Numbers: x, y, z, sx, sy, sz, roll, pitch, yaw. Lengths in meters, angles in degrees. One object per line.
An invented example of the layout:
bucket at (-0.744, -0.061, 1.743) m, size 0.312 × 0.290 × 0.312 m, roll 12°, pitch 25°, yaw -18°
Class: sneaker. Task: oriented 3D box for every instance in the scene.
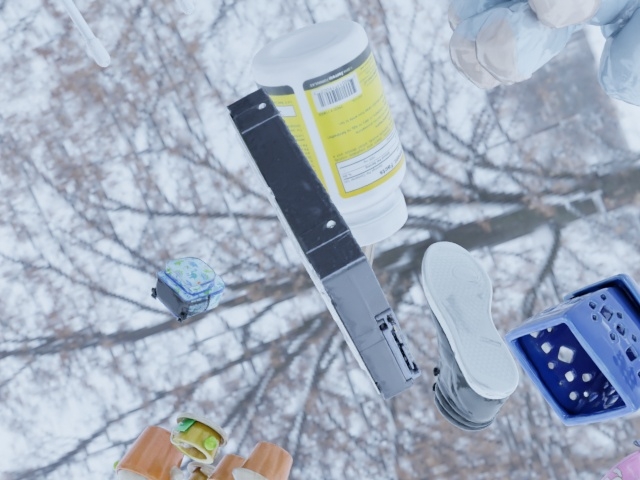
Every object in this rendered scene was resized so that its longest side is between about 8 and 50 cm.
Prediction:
sneaker at (0.194, 0.143, 1.546) m, size 0.147 × 0.104 × 0.296 m, roll 104°, pitch 160°, yaw -44°

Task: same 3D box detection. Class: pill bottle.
pill bottle at (0.027, -0.164, 1.712) m, size 0.188 × 0.187 × 0.334 m, roll -80°, pitch -27°, yaw -60°

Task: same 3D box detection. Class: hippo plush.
hippo plush at (0.294, -0.253, 1.189) m, size 0.236 × 0.234 × 0.294 m, roll 26°, pitch -126°, yaw -19°

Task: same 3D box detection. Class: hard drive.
hard drive at (0.000, 0.000, 1.269) m, size 0.339 × 0.064 × 0.237 m, roll 59°, pitch 178°, yaw 44°

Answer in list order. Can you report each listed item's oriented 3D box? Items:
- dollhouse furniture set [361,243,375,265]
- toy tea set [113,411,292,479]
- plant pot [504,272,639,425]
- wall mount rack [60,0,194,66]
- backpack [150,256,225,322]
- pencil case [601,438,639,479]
dollhouse furniture set at (0.024, 0.001, 1.972) m, size 0.144 × 0.151 × 0.123 m, roll -32°, pitch -48°, yaw -74°
toy tea set at (-0.185, 0.364, 1.627) m, size 0.200 × 0.336 × 0.124 m, roll 36°, pitch -122°, yaw -15°
plant pot at (0.551, 0.207, 2.138) m, size 0.236 × 0.212 × 0.236 m, roll 55°, pitch 153°, yaw 1°
wall mount rack at (-0.268, -0.408, 1.351) m, size 0.350 × 0.130 × 0.304 m, roll -47°, pitch -32°, yaw -49°
backpack at (-0.234, 0.083, 1.960) m, size 0.105 × 0.084 × 0.114 m, roll 38°, pitch -149°, yaw 29°
pencil case at (0.532, 0.445, 1.424) m, size 0.160 × 0.167 × 0.386 m, roll 9°, pitch -147°, yaw -46°
